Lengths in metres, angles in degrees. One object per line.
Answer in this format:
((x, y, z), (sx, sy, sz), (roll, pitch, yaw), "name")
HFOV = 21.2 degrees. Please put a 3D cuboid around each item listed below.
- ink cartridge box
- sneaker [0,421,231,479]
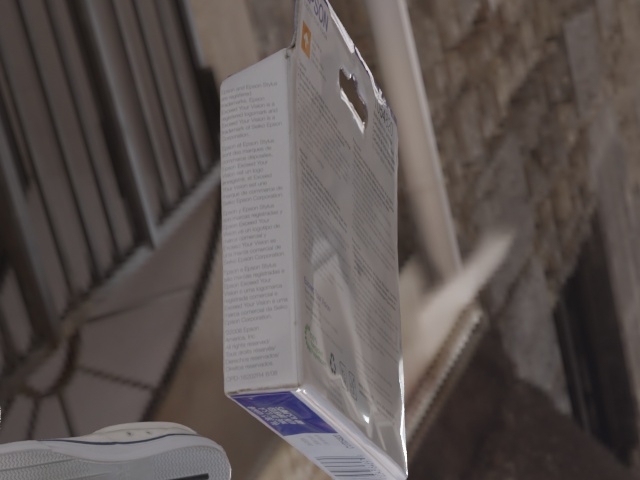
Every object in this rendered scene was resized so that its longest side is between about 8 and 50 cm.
((0.000, 0.000, 0.908), (0.045, 0.224, 0.223), (-5, 159, 15), "ink cartridge box")
((-0.211, 0.212, 1.511), (0.258, 0.094, 0.091), (0, -173, -22), "sneaker")
